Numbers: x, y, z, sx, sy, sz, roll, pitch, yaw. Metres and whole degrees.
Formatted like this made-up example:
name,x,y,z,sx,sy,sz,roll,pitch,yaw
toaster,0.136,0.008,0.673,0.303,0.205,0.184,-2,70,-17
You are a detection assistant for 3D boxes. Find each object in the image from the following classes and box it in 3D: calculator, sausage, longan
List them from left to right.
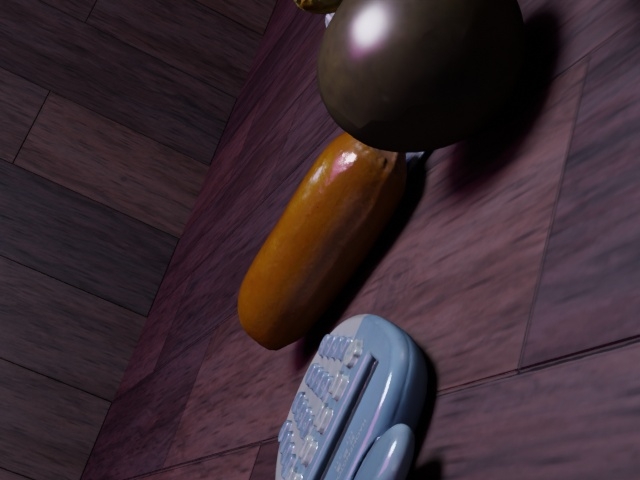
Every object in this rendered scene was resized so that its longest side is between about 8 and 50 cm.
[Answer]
name,x,y,z,sx,sy,sz,roll,pitch,yaw
sausage,0.000,0.000,0.944,0.274,0.105,0.105,-57,16,31
calculator,0.019,0.152,0.734,0.188,0.042,0.302,-64,14,1
longan,0.086,-0.158,0.757,0.189,0.189,0.189,-58,16,26

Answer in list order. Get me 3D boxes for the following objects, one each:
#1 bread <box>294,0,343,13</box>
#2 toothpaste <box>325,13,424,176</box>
name,x,y,z,sx,sy,sz,roll,pitch,yaw
bread,0.098,-0.311,0.889,0.367,0.077,0.084,-42,-16,-37
toothpaste,0.065,-0.169,1.018,0.114,0.073,0.299,-56,33,35
